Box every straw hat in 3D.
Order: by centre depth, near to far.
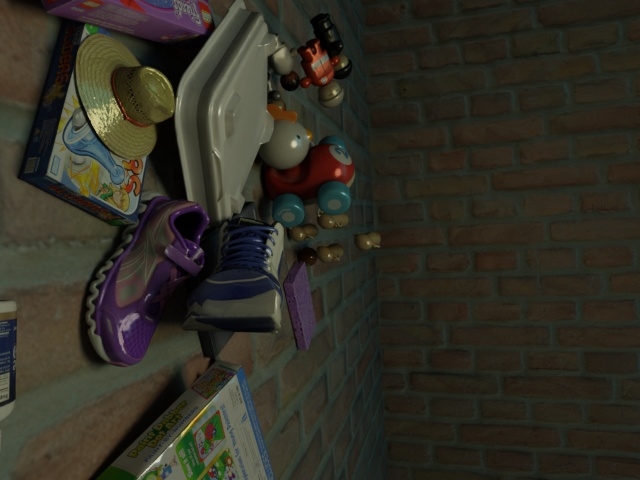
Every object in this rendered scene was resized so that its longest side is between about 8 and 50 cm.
[{"bbox_3d":[-0.206,-0.168,0.519,0.144,0.061,0.145,-4,90,-75],"label":"straw hat"}]

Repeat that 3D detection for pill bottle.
[{"bbox_3d":[-0.275,0.107,0.344,0.067,0.067,0.120,13,75,-74],"label":"pill bottle"}]

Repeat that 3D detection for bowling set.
[{"bbox_3d":[0.000,0.000,1.178,0.200,0.287,0.154,-62,164,15],"label":"bowling set"}]

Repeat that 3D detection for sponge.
[{"bbox_3d":[-0.052,0.176,1.207,0.117,0.031,0.210,-63,147,-61],"label":"sponge"}]

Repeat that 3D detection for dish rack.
[{"bbox_3d":[-0.137,-0.199,0.737,0.286,0.072,0.333,100,2,-49],"label":"dish rack"}]

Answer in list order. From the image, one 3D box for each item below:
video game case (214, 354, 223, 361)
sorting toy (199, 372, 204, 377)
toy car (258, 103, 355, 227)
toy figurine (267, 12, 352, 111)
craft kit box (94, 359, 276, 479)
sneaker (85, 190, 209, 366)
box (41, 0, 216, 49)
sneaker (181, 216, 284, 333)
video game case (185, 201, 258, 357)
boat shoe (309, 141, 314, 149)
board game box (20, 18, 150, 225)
[{"bbox_3d":[-0.150,0.260,0.771,0.087,0.011,0.122,36,-35,51],"label":"video game case"},{"bbox_3d":[-0.171,0.262,0.708,0.102,0.061,0.042,64,17,1],"label":"sorting toy"},{"bbox_3d":[-0.049,-0.195,0.976,0.219,0.210,0.238,-91,162,-44],"label":"toy car"},{"bbox_3d":[-0.043,-0.380,1.003,0.148,0.209,0.213,58,31,-39],"label":"toy figurine"},{"bbox_3d":[-0.169,0.339,0.602,0.246,0.060,0.250,-45,132,-53],"label":"craft kit box"},{"bbox_3d":[-0.201,0.037,0.556,0.095,0.104,0.237,65,28,-56],"label":"sneaker"},{"bbox_3d":[-0.233,-0.353,0.529,0.293,0.057,0.201,-53,129,-70],"label":"box"},{"bbox_3d":[-0.117,0.042,0.654,0.315,0.127,0.183,113,-22,-77],"label":"sneaker"},{"bbox_3d":[-0.165,0.058,0.835,0.274,0.026,0.196,-58,142,-66],"label":"video game case"},{"bbox_3d":[-0.036,-0.197,1.290,0.066,0.066,0.183,-51,126,-61],"label":"boat shoe"},{"bbox_3d":[-0.254,-0.134,0.520,0.136,0.035,0.201,49,40,-66],"label":"board game box"}]
